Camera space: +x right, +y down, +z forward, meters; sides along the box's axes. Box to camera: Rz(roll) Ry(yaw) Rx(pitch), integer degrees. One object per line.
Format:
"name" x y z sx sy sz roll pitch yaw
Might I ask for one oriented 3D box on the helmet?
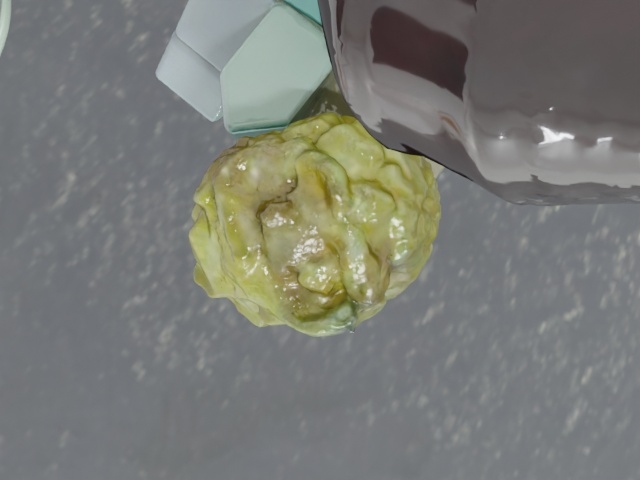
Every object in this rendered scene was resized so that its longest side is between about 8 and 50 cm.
"helmet" 0.087 -0.146 0.700 0.177 0.305 0.225 -5 144 12

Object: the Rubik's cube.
"Rubik's cube" 0.018 -0.142 1.255 0.224 0.265 0.213 40 89 1

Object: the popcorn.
"popcorn" -0.006 -0.010 1.154 0.173 0.173 0.142 -37 88 31

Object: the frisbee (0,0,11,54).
"frisbee" -0.174 -0.085 0.706 0.110 0.110 0.014 6 162 16
